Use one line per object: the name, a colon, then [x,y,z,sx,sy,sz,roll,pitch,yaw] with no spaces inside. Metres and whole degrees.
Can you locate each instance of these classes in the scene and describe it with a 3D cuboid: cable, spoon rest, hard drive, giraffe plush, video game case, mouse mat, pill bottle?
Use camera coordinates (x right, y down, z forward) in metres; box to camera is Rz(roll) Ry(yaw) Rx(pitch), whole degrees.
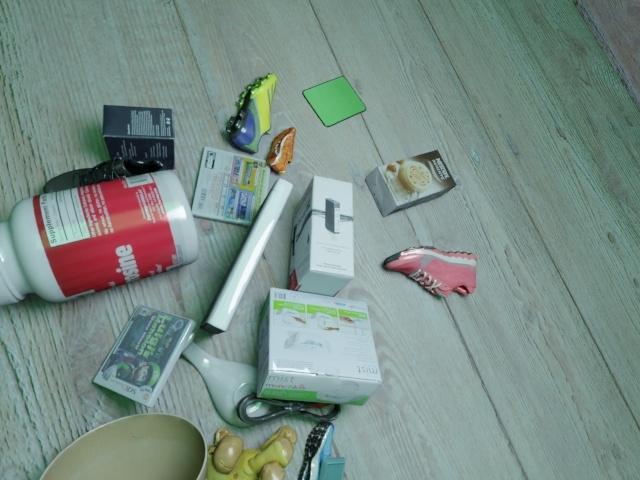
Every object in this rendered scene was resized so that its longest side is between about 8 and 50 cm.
cable: [-0.061,0.390,0.996,0.287,0.072,0.140,-12,90,-28]
spoon rest: [-0.224,0.322,0.974,0.276,0.084,0.137,47,63,-14]
hard drive: [-0.178,0.045,0.978,0.047,0.233,0.353,27,69,-12]
giraffe plush: [-0.171,0.485,0.897,0.170,0.181,0.210,28,98,3]
video game case: [-0.245,-0.148,1.158,0.193,0.023,0.213,11,67,-16]
mouse mat: [0.049,-0.469,1.390,0.189,0.007,0.153,-31,83,-25]
pill bottle: [-0.495,-0.003,0.899,0.407,0.229,0.229,-18,78,-24]
video game case: [-0.384,0.244,0.907,0.173,0.022,0.190,9,61,26]

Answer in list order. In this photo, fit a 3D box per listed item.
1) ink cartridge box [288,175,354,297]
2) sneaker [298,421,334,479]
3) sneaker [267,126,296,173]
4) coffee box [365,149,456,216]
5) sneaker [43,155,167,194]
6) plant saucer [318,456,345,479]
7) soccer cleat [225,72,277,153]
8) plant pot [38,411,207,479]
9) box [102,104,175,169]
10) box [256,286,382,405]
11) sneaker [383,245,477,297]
ink cartridge box: [0.000,0.000,1.077,0.114,0.197,0.273,12,59,-15]
sneaker: [0.003,0.520,0.993,0.073,0.063,0.162,28,69,-25]
sneaker: [-0.109,-0.271,1.240,0.067,0.064,0.175,48,48,-39]
coffee box: [0.288,-0.185,1.321,0.246,0.098,0.141,-20,79,-25]
sneaker: [-0.512,-0.152,1.004,0.286,0.130,0.109,-15,79,-23]
plant saucer: [0.017,0.601,0.949,0.067,0.018,0.192,17,79,-33]
soccer cleat: [-0.186,-0.384,1.244,0.121,0.093,0.289,42,53,-36]
plant pot: [-0.352,0.496,0.774,0.284,0.284,0.191,-6,108,-22]
box: [-0.452,-0.255,1.047,0.158,0.156,0.093,-3,72,-21]
box: [-0.009,0.251,0.990,0.261,0.127,0.231,11,41,-16]
sneaker: [0.339,0.099,1.228,0.313,0.116,0.136,6,71,-18]
